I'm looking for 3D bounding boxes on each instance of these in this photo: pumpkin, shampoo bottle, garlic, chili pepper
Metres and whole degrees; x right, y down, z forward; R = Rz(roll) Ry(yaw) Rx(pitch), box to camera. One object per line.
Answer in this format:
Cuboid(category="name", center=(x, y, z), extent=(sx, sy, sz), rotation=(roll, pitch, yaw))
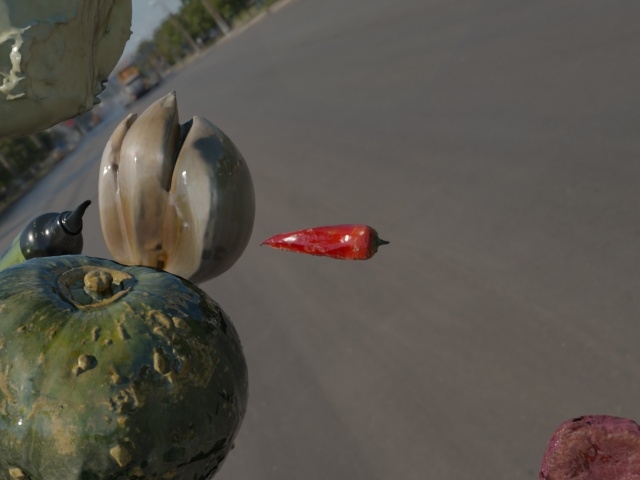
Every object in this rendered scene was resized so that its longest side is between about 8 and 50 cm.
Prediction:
Cuboid(category="pumpkin", center=(-0.246, 0.163, 1.176), extent=(0.328, 0.257, 0.291), rotation=(18, 29, 27))
Cuboid(category="shampoo bottle", center=(-0.461, 0.019, 1.760), extent=(0.284, 0.101, 0.101), rotation=(-36, 9, 46))
Cuboid(category="garlic", center=(-0.230, -0.058, 1.623), extent=(0.279, 0.325, 0.132), rotation=(15, 15, 20))
Cuboid(category="chili pepper", center=(0.000, 0.000, 1.313), extent=(0.178, 0.045, 0.027), rotation=(2, -9, 27))

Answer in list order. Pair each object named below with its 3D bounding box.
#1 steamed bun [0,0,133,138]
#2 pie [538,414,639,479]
Cuboid(category="steamed bun", center=(-0.356, -0.265, 1.052), extent=(0.312, 0.233, 0.333), rotation=(2, 37, -2))
Cuboid(category="pie", center=(0.310, 0.258, 1.136), extent=(0.154, 0.153, 0.038), rotation=(-37, -21, -2))
